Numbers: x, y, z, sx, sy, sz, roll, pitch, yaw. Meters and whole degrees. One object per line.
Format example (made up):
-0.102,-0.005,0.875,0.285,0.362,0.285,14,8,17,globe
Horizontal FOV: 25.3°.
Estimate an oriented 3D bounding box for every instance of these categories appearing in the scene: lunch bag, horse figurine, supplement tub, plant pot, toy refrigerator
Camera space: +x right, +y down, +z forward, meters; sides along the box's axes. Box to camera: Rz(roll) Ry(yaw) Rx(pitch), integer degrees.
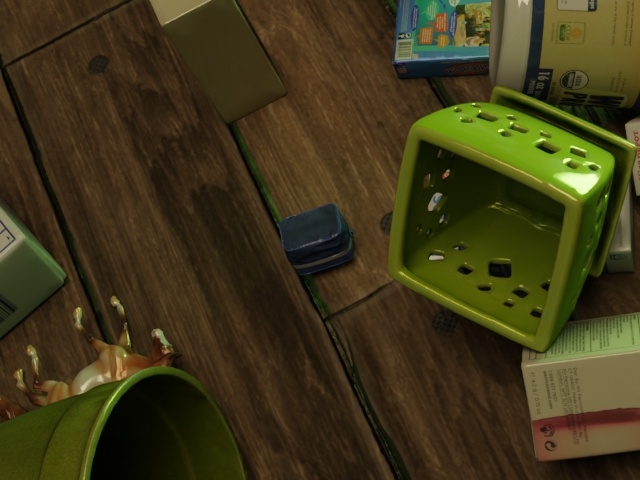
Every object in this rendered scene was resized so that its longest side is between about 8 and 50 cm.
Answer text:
0.000,0.000,1.927,0.098,0.065,0.067,-17,47,10,lunch bag
-0.325,0.185,1.938,0.263,0.066,0.174,-36,55,-5,horse figurine
0.383,-0.282,1.827,0.316,0.228,0.228,3,66,2,supplement tub
0.236,-0.043,1.682,0.228,0.227,0.207,28,41,25,plant pot
-0.323,0.354,1.721,0.353,0.366,0.366,-10,63,25,plant pot
-0.144,-0.282,1.983,0.102,0.269,0.094,-28,61,4,toy refrigerator

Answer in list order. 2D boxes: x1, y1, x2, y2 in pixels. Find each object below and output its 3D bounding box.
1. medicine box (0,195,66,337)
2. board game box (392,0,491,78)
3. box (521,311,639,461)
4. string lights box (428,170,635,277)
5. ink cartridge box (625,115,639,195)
-0.561,0.022,2.035,0.263,0.149,0.289,-42,61,-5,medicine box
0.213,-0.313,2.017,0.210,0.047,0.160,-1,66,17,board game box
0.360,0.165,1.672,0.232,0.148,0.126,-8,102,13,box
0.273,-0.026,1.849,0.260,0.077,0.133,-3,67,15,string lights box
0.462,-0.112,1.798,0.135,0.056,0.099,-5,103,35,ink cartridge box
